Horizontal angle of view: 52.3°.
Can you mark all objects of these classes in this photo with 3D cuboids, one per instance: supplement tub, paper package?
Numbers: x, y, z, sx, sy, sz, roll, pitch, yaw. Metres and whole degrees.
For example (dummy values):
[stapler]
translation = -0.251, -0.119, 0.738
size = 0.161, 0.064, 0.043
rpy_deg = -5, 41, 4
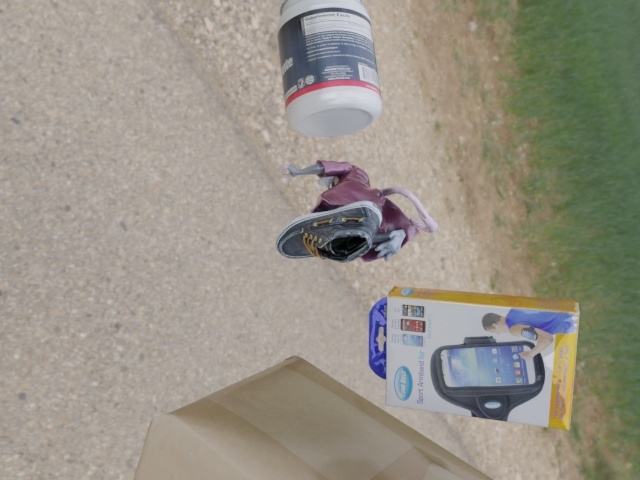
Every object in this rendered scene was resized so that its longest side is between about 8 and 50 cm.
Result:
[supplement tub]
translation = 0.014, -0.359, 1.295
size = 0.191, 0.191, 0.272
rpy_deg = 12, 68, -56
[paper package]
translation = 0.011, 0.296, 0.470
size = 0.168, 0.325, 0.309
rpy_deg = -11, 126, -59

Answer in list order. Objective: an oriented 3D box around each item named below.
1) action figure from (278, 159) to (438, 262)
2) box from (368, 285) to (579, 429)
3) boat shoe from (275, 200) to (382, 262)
[action figure]
translation = 0.075, -0.113, 1.522
size = 0.248, 0.276, 0.370
rpy_deg = 54, 14, -26
[box]
translation = 0.097, 0.076, 0.434
size = 0.028, 0.136, 0.081
rpy_deg = -40, 131, -69
[boat shoe]
translation = 0.000, 0.000, 0.956
size = 0.065, 0.184, 0.083
rpy_deg = 56, 32, -23
